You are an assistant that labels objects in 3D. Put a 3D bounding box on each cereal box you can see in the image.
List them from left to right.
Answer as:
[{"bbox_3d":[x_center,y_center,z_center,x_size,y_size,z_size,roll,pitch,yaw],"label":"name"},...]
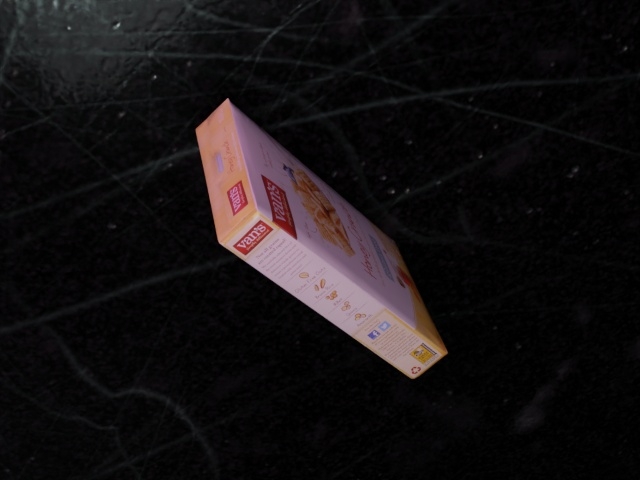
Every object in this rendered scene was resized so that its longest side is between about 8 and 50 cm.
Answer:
[{"bbox_3d":[0.000,0.000,0.764,0.047,0.173,0.240,-40,127,16],"label":"cereal box"}]
